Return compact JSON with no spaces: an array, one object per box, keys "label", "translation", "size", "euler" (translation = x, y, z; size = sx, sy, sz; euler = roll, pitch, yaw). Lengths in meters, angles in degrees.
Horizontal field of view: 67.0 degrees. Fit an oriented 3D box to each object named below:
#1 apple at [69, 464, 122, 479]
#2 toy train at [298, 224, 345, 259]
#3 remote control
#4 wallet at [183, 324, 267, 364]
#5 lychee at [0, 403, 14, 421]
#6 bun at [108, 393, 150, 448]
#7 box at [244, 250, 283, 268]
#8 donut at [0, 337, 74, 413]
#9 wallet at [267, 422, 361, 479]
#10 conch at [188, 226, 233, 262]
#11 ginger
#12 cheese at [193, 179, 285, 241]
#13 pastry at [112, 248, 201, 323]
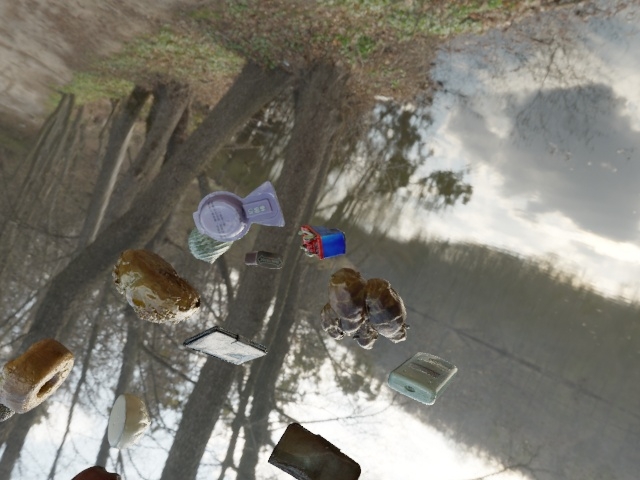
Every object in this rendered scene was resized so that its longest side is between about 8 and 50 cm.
[{"label":"apple","translation":[-0.832,0.979,1.702],"size":[0.288,0.317,0.288],"euler":[15,130,19]},{"label":"toy train","translation":[0.000,0.000,1.652],"size":[0.131,0.083,0.204],"euler":[-11,-165,-12]},{"label":"remote control","translation":[0.297,0.386,1.386],"size":[0.140,0.056,0.296],"euler":[21,-171,26]},{"label":"wallet","translation":[-0.365,0.415,1.894],"size":[0.317,0.169,0.044],"euler":[39,-149,-48]},{"label":"lychee","translation":[-1.059,0.568,1.614],"size":[0.068,0.083,0.067],"euler":[0,-149,-7]},{"label":"bun","translation":[-0.500,0.480,1.286],"size":[0.094,0.138,0.138],"euler":[16,-176,-36]},{"label":"box","translation":[-0.248,0.083,2.093],"size":[0.120,0.069,0.224],"euler":[11,175,-22]},{"label":"donut","translation":[-0.836,0.394,1.416],"size":[0.113,0.227,0.226],"euler":[36,178,2]},{"label":"wallet","translation":[-0.008,0.621,1.348],"size":[0.255,0.137,0.031],"euler":[36,167,-7]},{"label":"conch","translation":[-0.399,-0.010,1.772],"size":[0.172,0.200,0.131],"euler":[-9,-144,-13]},{"label":"ginger","translation":[0.163,0.261,1.743],"size":[0.357,0.274,0.152],"euler":[18,-171,-16]},{"label":"cheese","translation":[-0.166,-0.052,0.952],"size":[0.190,0.105,0.042],"euler":[-10,-162,20]},{"label":"pastry","translation":[-0.536,0.160,1.561],"size":[0.310,0.162,0.255],"euler":[37,177,25]}]
